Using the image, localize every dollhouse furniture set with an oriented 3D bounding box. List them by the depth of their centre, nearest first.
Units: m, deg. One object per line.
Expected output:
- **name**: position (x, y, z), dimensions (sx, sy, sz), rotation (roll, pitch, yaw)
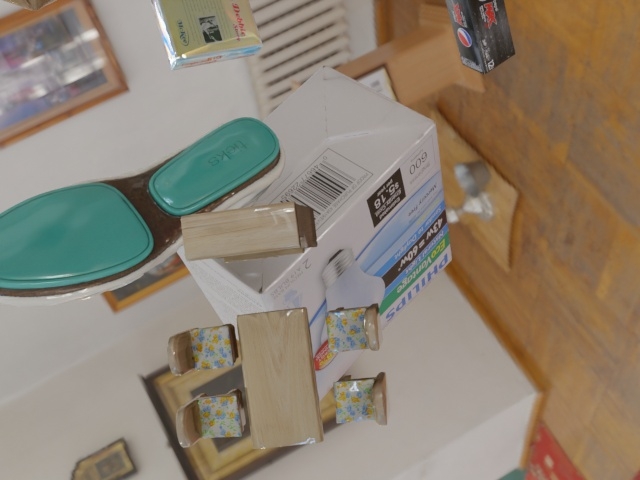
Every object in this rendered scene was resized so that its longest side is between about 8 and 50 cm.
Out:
- **dollhouse furniture set**: position (-0.051, 0.090, 0.792), dimensions (0.161, 0.212, 0.242), rotation (0, -98, -82)

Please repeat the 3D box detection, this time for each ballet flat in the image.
- **ballet flat**: position (-0.210, -0.015, 0.914), dimensions (0.139, 0.400, 0.139), rotation (37, 143, 34)

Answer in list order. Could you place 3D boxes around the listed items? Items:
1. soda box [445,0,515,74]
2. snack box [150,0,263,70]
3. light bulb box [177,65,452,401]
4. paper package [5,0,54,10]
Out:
- **soda box**: position (0.207, -0.311, 1.051), dimensions (0.053, 0.060, 0.169), rotation (41, 162, 49)
- **snack box**: position (-0.252, -0.514, 1.582), dimensions (0.060, 0.187, 0.321), rotation (-23, 83, 66)
- **light bulb box**: position (0.000, 0.000, 1.222), dimensions (0.225, 0.358, 0.361), rotation (35, 161, 31)
- **paper package**: position (-0.409, -0.463, 1.038), dimensions (0.325, 0.310, 0.168), rotation (-61, -11, -55)
